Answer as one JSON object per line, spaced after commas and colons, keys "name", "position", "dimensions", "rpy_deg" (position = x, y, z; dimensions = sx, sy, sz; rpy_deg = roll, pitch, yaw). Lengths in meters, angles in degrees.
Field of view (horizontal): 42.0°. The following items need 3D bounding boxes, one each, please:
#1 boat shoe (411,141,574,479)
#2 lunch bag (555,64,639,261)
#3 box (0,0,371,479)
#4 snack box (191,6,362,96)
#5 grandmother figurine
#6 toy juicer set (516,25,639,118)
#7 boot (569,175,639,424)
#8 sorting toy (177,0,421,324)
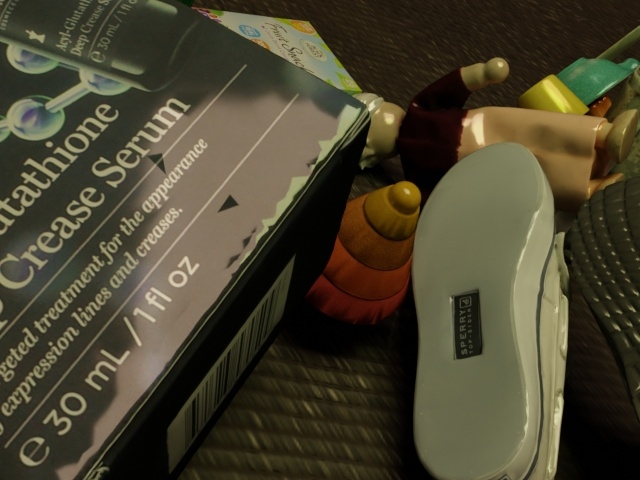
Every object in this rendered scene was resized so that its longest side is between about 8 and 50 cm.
{"name": "boat shoe", "position": [0.173, 0.081, 0.759], "dimensions": [0.156, 0.136, 0.367], "rpy_deg": [51, 34, -39]}
{"name": "lunch bag", "position": [0.414, -0.093, 1.033], "dimensions": [0.287, 0.235, 0.169], "rpy_deg": [-17, 54, -42]}
{"name": "box", "position": [-0.218, -0.025, 0.539], "dimensions": [0.395, 0.212, 0.293], "rpy_deg": [30, 61, 9]}
{"name": "snack box", "position": [-0.078, -0.217, 1.051], "dimensions": [0.207, 0.070, 0.174], "rpy_deg": [-1, 43, -33]}
{"name": "grandmother figurine", "position": [0.167, -0.103, 0.953], "dimensions": [0.342, 0.208, 0.104], "rpy_deg": [16, 6, 27]}
{"name": "toy juicer set", "position": [0.321, -0.168, 1.109], "dimensions": [0.329, 0.209, 0.089], "rpy_deg": [-34, 86, -41]}
{"name": "boot", "position": [0.320, 0.118, 0.760], "dimensions": [0.118, 0.222, 0.338], "rpy_deg": [-15, 42, 23]}
{"name": "sorting toy", "position": [-0.034, -0.099, 0.728], "dimensions": [0.365, 0.126, 0.127], "rpy_deg": [48, 49, 9]}
